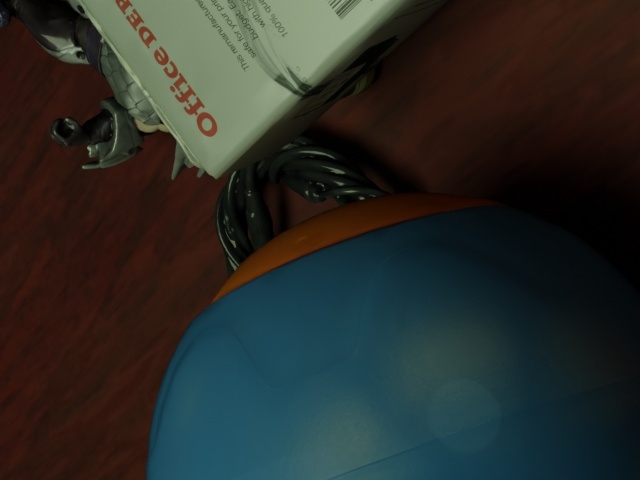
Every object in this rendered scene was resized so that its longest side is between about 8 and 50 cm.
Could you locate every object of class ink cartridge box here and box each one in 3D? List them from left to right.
[{"bbox_3d":[-0.019,-0.155,0.976,0.208,0.087,0.153,-39,82,37],"label":"ink cartridge box"}]

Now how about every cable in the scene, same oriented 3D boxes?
[{"bbox_3d":[0.000,0.000,1.151,0.150,0.047,0.184,59,147,10],"label":"cable"}]

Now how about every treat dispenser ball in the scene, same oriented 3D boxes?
[{"bbox_3d":[0.054,0.118,0.951,0.288,0.288,0.288,30,135,35],"label":"treat dispenser ball"}]

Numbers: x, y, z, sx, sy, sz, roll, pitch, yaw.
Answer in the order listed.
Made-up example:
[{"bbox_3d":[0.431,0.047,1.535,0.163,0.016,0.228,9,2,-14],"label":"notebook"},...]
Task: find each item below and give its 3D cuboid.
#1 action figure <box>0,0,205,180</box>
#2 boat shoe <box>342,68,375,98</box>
[{"bbox_3d":[-0.151,-0.140,1.187,0.285,0.099,0.185,38,134,23],"label":"action figure"},{"bbox_3d":[-0.029,-0.143,1.072,0.152,0.049,0.056,50,144,14],"label":"boat shoe"}]
